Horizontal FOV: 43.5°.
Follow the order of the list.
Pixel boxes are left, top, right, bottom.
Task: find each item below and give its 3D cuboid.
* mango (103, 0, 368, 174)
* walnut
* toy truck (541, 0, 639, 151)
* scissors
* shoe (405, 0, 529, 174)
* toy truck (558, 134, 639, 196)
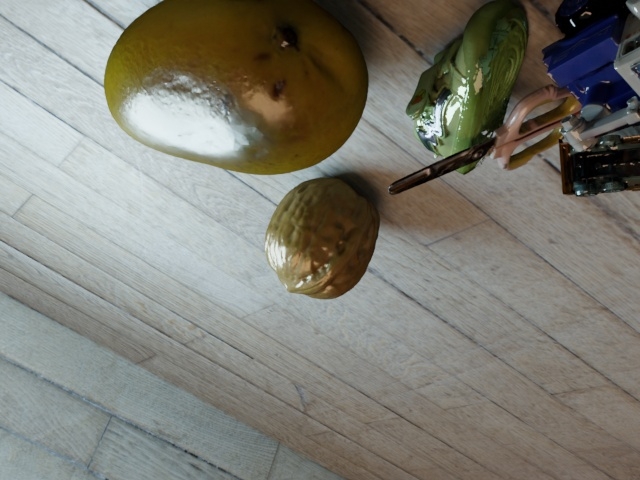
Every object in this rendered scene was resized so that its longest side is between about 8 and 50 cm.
[{"bbox_3d":[-0.136,-0.217,1.141,0.445,0.221,0.301,0,151,45],"label":"mango"},{"bbox_3d":[0.000,0.000,1.392,0.213,0.213,0.213,14,148,9],"label":"walnut"},{"bbox_3d":[0.355,-0.208,0.889,0.161,0.177,0.213,40,145,-18],"label":"toy truck"},{"bbox_3d":[0.226,-0.122,1.048,0.024,0.317,0.160,58,163,27],"label":"scissors"},{"bbox_3d":[0.187,-0.191,1.055,0.128,0.140,0.262,15,146,16],"label":"shoe"},{"bbox_3d":[0.423,-0.100,1.104,0.177,0.080,0.115,-3,175,17],"label":"toy truck"}]
